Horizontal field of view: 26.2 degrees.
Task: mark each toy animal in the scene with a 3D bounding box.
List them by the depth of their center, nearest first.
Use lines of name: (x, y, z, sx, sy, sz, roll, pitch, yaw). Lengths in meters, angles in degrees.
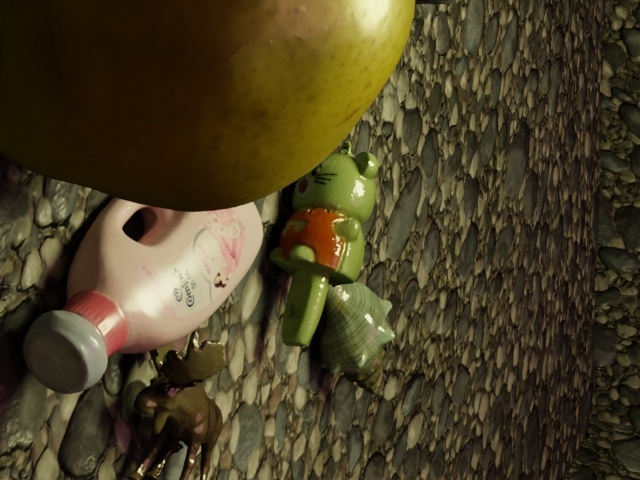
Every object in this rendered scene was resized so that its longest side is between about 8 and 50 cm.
toy animal: (-0.155, 0.182, 1.509, 0.214, 0.094, 0.186, 55, 55, -76)

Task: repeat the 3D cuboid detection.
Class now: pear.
pear: (-0.113, -0.200, 1.162, 0.418, 0.362, 0.362, -20, 118, -37)

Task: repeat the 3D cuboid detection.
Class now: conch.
conch: (0.055, 0.117, 1.986, 0.137, 0.114, 0.234, -47, 134, -76)

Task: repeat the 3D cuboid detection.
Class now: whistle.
whistle: (0.000, 0.000, 1.806, 0.106, 0.131, 0.288, 28, 71, -35)

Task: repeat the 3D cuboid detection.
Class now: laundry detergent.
laundry detergent: (-0.178, 0.034, 1.390, 0.159, 0.088, 0.335, 53, 37, -9)

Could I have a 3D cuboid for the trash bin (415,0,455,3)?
trash bin: (0.145, -0.459, 1.945, 0.162, 0.184, 0.234, 70, 29, -51)
